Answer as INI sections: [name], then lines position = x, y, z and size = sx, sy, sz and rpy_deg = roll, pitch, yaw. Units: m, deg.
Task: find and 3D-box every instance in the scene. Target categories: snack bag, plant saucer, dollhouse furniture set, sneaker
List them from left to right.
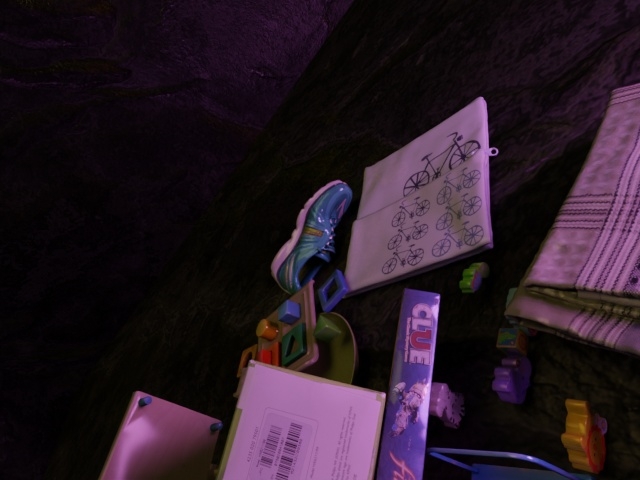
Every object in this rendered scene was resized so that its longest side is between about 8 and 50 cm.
[dollhouse furniture set]
position = -0.203, 0.308, 0.596
size = 0.198, 0.303, 0.287
rpy_deg = -29, 39, 37
[plant saucer]
position = -0.011, 0.242, 0.727
size = 0.241, 0.037, 0.241
rpy_deg = -40, 32, 31
[sneaker]
position = 0.000, 0.000, 0.933
size = 0.110, 0.107, 0.275
rpy_deg = 33, 97, 45
[snack bag]
position = 0.167, -0.080, 0.765
size = 0.323, 0.037, 0.343
rpy_deg = -28, 39, 47

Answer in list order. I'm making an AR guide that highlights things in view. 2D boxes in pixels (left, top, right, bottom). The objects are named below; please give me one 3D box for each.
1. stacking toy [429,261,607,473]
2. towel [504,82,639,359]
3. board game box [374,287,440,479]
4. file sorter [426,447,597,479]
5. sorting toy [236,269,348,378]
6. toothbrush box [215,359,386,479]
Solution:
[stacking toy]
position = 0.218, 0.111, 0.457
size = 0.167, 0.052, 0.221
rpy_deg = -14, 46, 53
[towel]
position = 0.341, -0.035, 0.332
size = 0.312, 0.056, 0.324
rpy_deg = 11, 66, 57
[board game box]
position = 0.093, 0.199, 0.474
size = 0.165, 0.042, 0.243
rpy_deg = 79, -157, -58
[file sorter]
position = 0.148, 0.271, 0.343
size = 0.118, 0.104, 0.170
rpy_deg = -27, 40, 48
[sorting toy]
position = -0.079, 0.186, 0.809
size = 0.347, 0.047, 0.196
rpy_deg = -43, 30, 30
[toothbrush box]
position = -0.010, 0.252, 0.429
size = 0.283, 0.122, 0.206
rpy_deg = 68, -146, -66
